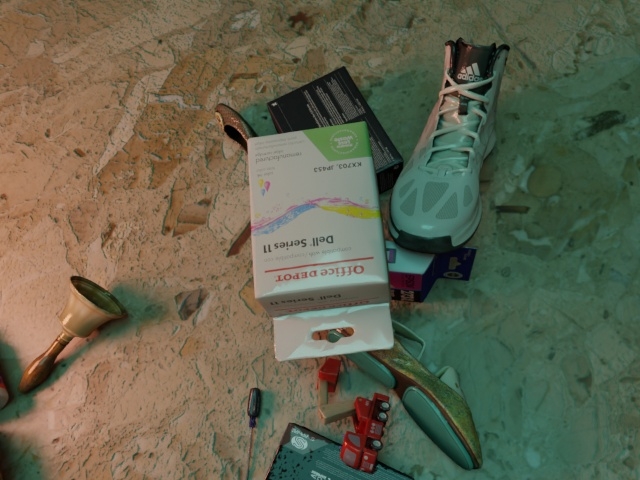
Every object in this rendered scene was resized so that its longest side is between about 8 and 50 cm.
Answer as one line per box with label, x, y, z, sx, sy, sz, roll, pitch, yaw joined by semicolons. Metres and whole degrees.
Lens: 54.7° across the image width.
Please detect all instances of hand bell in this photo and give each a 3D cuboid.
hand bell;-0.507;0.200;1.204;0.126;0.126;0.242;39;90;20

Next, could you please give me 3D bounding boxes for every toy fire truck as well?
toy fire truck;0.046;0.290;1.044;0.135;0.047;0.192;14;32;8

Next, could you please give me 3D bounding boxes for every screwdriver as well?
screwdriver;-0.125;0.353;1.120;0.024;0.025;0.170;2;77;9

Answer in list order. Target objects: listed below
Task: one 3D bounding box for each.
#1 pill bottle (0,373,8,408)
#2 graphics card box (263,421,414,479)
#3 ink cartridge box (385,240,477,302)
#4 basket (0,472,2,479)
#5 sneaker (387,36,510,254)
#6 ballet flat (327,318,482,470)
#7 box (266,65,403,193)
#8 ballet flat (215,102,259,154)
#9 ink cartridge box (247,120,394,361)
pill bottle;-0.688;0.244;1.197;0.108;0.108;0.193;-32;67;-5
graphics card box;-0.019;0.512;0.994;0.233;0.094;0.371;19;73;16
ink cartridge box;0.086;0.052;1.119;0.371;0.176;0.069;2;69;10
basket;-0.687;0.489;1.107;0.213;0.223;0.299;2;64;-26
sneaker;0.218;-0.196;1.074;0.169;0.257;0.447;10;44;18
ballet flat;0.166;0.234;1.074;0.348;0.123;0.123;41;79;21
box;0.029;-0.201;1.271;0.184;0.103;0.261;-25;67;-5
ballet flat;-0.152;-0.198;1.314;0.058;0.084;0.250;-40;74;-10
ink cartridge box;0.000;0.000;0.990;0.207;0.119;0.353;-8;67;5
